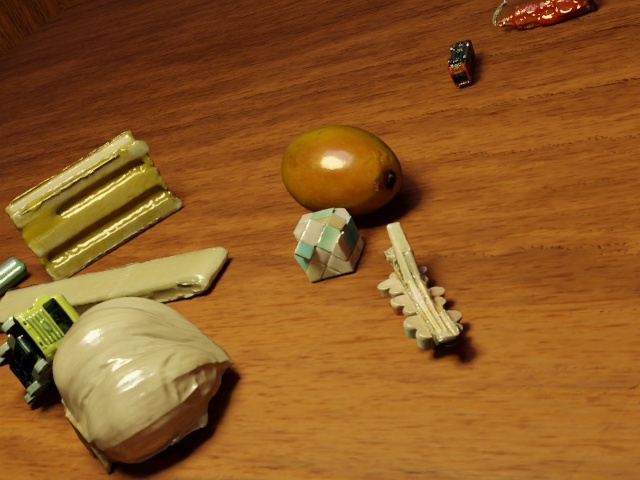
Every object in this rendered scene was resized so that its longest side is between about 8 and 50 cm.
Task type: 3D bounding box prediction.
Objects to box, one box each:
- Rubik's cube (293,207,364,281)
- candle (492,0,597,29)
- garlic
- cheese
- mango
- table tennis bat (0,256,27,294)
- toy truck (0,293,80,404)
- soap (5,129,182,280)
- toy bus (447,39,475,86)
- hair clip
[{"bbox_3d":[0.002,0.001,1.176,0.084,0.073,0.075,-20,26,9],"label":"Rubik's cube"},{"bbox_3d":[0.339,-0.355,1.533,0.162,0.048,0.053,-10,48,32],"label":"candle"},{"bbox_3d":[-0.205,0.129,1.066,0.178,0.142,0.229,-36,19,-14],"label":"garlic"},{"bbox_3d":[-0.306,0.073,1.381,0.400,0.034,0.085,-13,34,28],"label":"cheese"},{"bbox_3d":[0.013,-0.095,1.287,0.139,0.113,0.253,-14,17,-16],"label":"mango"},{"bbox_3d":[-0.554,0.110,1.541,0.237,0.038,0.149,-43,31,-22],"label":"table tennis bat"},{"bbox_3d":[-0.325,0.123,1.194,0.100,0.077,0.169,-36,-9,-33],"label":"toy truck"},{"bbox_3d":[-0.347,-0.053,1.529,0.233,0.135,0.076,-33,27,-9],"label":"soap"},{"bbox_3d":[0.213,-0.267,1.498,0.031,0.043,0.110,-13,28,21],"label":"toy bus"},{"bbox_3d":[0.098,0.057,1.016,0.062,0.056,0.214,-12,34,-6],"label":"hair clip"}]
